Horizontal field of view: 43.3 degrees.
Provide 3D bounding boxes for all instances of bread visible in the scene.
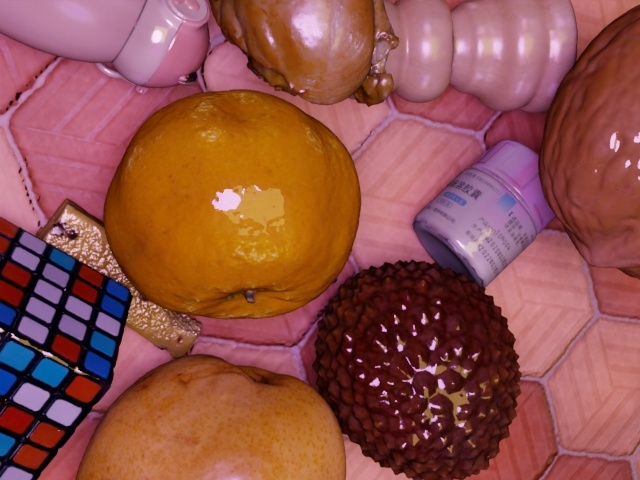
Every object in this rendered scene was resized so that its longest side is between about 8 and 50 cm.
[{"bbox_3d":[-0.231,0.050,0.958,0.226,0.049,0.088,37,86,-22],"label":"bread"}]

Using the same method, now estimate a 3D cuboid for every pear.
[{"bbox_3d":[-0.125,0.285,0.910,0.315,0.314,0.314,-4,101,-19],"label":"pear"}]

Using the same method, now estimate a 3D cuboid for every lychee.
[{"bbox_3d":[0.121,0.164,0.986,0.268,0.267,0.267,-4,101,-19],"label":"lychee"}]

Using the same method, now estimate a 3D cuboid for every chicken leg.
[{"bbox_3d":[-0.021,-0.353,0.878,0.202,0.153,0.428,-4,80,21],"label":"chicken leg"}]

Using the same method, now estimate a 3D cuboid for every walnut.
[{"bbox_3d":[0.403,-0.107,0.910,0.333,0.333,0.332,-4,101,-19],"label":"walnut"}]

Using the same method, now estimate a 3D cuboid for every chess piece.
[{"bbox_3d":[0.143,-0.235,0.996,0.300,0.167,0.166,-4,101,-12],"label":"chess piece"}]

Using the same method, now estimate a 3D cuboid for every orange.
[{"bbox_3d":[-0.095,-0.037,0.877,0.279,0.279,0.235,2,64,-20],"label":"orange"}]

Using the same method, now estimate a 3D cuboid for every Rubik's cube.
[{"bbox_3d":[-0.327,0.115,0.840,0.187,0.184,0.182,33,109,-23],"label":"Rubik's cube"}]

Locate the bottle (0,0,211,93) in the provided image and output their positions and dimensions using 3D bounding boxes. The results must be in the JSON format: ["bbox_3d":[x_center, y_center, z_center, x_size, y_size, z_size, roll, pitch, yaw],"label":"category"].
[{"bbox_3d":[-0.225,-0.245,0.857,0.237,0.147,0.147,25,91,-25],"label":"bottle"}]

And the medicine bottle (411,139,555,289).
[{"bbox_3d":[0.221,-0.034,1.057,0.168,0.135,0.135,-42,110,-8],"label":"medicine bottle"}]

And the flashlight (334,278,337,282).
[{"bbox_3d":[0.000,0.000,1.037,0.057,0.035,0.121,-17,105,-17],"label":"flashlight"}]
